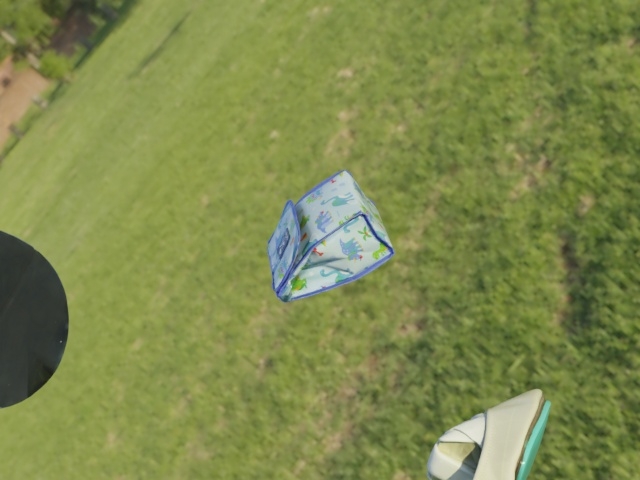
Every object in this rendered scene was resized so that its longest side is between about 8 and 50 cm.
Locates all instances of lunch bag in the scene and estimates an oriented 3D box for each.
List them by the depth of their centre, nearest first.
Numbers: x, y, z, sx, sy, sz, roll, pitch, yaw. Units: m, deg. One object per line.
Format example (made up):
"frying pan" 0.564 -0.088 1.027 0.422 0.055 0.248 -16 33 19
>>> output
"lunch bag" 0.000 0.000 1.412 0.151 0.096 0.129 -35 27 11

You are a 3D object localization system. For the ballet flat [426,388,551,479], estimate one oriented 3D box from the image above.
"ballet flat" 0.105 0.174 0.785 0.086 0.086 0.248 -41 8 31

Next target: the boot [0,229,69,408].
"boot" -0.191 -0.004 0.340 0.106 0.219 0.082 -2 60 39
